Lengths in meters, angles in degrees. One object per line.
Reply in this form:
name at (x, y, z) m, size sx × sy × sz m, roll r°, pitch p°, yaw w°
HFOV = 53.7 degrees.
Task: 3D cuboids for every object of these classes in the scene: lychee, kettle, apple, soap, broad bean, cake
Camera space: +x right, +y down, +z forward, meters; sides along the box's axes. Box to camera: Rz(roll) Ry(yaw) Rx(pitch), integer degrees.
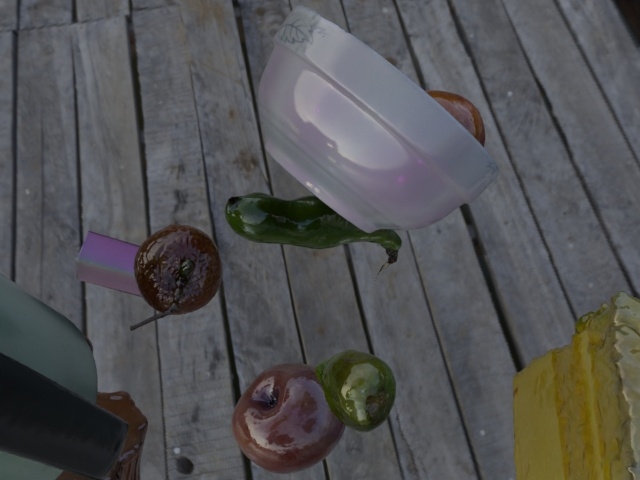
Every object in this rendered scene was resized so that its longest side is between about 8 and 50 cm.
lychee at (-0.164, 0.042, 0.733) m, size 0.114 × 0.101 × 0.140 m, roll -43°, pitch 46°, yaw 0°
kettle at (-0.340, 0.124, 0.555) m, size 0.361 × 0.376 × 0.250 m, roll 21°, pitch 66°, yaw 13°
apple at (-0.082, 0.457, 1.668) m, size 0.306 × 0.235 × 0.305 m, roll -21°, pitch 39°, yaw 19°
apple at (0.163, -0.149, 0.915) m, size 0.147 × 0.146 × 0.146 m, roll 0°, pitch 64°, yaw 0°
soap at (-0.419, 0.071, 1.440) m, size 0.260 × 0.181 × 0.081 m, roll 18°, pitch 66°, yaw -14°
broad bean at (0.007, -0.009, 0.840) m, size 0.098 × 0.318 × 0.056 m, roll -54°, pitch 43°, yaw 16°
cake at (0.311, 0.215, 0.602) m, size 0.223 × 0.286 × 0.227 m, roll 15°, pitch 50°, yaw -2°

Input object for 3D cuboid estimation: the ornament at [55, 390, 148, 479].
ornament at (-0.370, 0.379, 0.961) m, size 0.221 × 0.217 × 0.235 m, roll -9°, pitch 28°, yaw -28°

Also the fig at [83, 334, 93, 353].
fig at (-0.543, 0.262, 1.322) m, size 0.119 × 0.119 × 0.152 m, roll -3°, pitch 57°, yaw -1°

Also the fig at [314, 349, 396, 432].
fig at (0.085, 0.326, 1.430) m, size 0.167 × 0.233 × 0.167 m, roll -2°, pitch 100°, yaw -9°

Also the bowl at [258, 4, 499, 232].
bowl at (0.041, -0.112, 0.708) m, size 0.287 × 0.287 × 0.143 m, roll 43°, pitch 99°, yaw 18°
